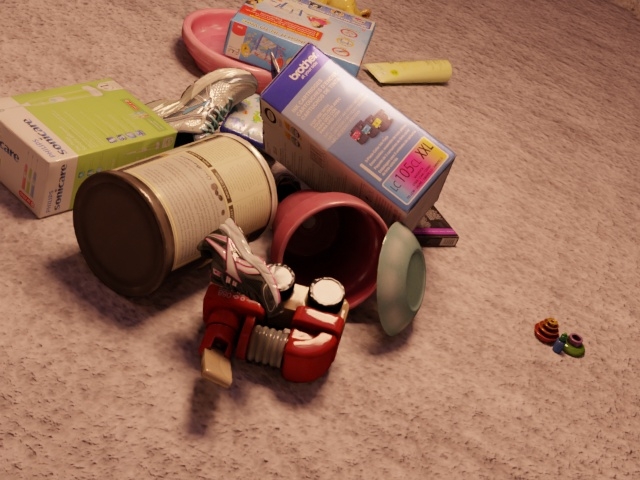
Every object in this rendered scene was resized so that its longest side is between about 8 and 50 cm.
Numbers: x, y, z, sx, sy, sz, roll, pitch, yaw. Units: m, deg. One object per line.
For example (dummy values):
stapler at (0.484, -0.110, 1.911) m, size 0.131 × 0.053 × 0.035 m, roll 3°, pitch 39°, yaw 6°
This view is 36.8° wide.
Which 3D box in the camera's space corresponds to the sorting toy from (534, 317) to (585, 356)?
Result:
sorting toy at (0.439, 0.172, 1.747) m, size 0.102 × 0.042 × 0.061 m, roll 23°, pitch 33°, yaw 5°

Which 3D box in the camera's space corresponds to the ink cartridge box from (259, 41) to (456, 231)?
ink cartridge box at (0.035, -0.180, 1.760) m, size 0.395 × 0.270 × 0.151 m, roll 38°, pitch 77°, yaw 9°

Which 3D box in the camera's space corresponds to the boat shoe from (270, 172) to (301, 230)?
boat shoe at (-0.061, -0.085, 1.838) m, size 0.066 × 0.066 × 0.183 m, roll 13°, pitch 33°, yaw -10°

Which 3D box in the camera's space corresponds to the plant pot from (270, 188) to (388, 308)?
plant pot at (0.000, 0.000, 1.649) m, size 0.201 × 0.201 × 0.180 m, roll 6°, pitch 18°, yaw -20°

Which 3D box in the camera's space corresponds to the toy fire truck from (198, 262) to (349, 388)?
toy fire truck at (-0.086, 0.151, 1.431) m, size 0.217 × 0.158 × 0.246 m, roll 16°, pitch 52°, yaw 4°

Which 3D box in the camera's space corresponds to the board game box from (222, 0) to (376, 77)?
board game box at (-0.041, -0.477, 2.257) m, size 0.308 × 0.086 × 0.302 m, roll 20°, pitch 33°, yaw 0°

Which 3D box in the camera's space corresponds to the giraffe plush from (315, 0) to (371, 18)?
giraffe plush at (0.051, -0.593, 2.587) m, size 0.181 × 0.210 × 0.170 m, roll 18°, pitch -2°, yaw 17°

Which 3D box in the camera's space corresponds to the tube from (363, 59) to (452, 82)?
tube at (0.236, -0.445, 2.542) m, size 0.240 × 0.062 × 0.070 m, roll -7°, pitch 1°, yaw -28°

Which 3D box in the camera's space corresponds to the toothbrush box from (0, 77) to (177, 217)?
toothbrush box at (-0.434, -0.173, 1.720) m, size 0.206 × 0.122 × 0.283 m, roll 38°, pitch 36°, yaw 25°

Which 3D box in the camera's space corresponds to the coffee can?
coffee can at (-0.231, -0.049, 1.568) m, size 0.201 × 0.201 × 0.275 m, roll 34°, pitch 35°, yaw 22°

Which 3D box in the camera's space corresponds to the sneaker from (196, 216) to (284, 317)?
sneaker at (-0.119, 0.052, 1.407) m, size 0.077 × 0.072 × 0.178 m, roll -31°, pitch 55°, yaw -11°

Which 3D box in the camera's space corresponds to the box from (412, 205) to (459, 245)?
box at (0.194, -0.046, 1.953) m, size 0.116 × 0.029 × 0.162 m, roll 0°, pitch 39°, yaw -29°

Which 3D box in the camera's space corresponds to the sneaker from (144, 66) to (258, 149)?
sneaker at (-0.235, -0.234, 1.892) m, size 0.283 × 0.110 × 0.122 m, roll -31°, pitch 64°, yaw -14°

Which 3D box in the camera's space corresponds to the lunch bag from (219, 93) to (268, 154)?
lunch bag at (-0.130, -0.234, 1.994) m, size 0.129 × 0.096 × 0.151 m, roll 21°, pitch 27°, yaw 1°

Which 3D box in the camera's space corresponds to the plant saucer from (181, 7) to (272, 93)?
plant saucer at (-0.173, -0.446, 2.299) m, size 0.332 × 0.084 × 0.332 m, roll 14°, pitch 34°, yaw -10°

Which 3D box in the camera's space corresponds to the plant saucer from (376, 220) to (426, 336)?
plant saucer at (0.143, 0.065, 1.609) m, size 0.037 × 0.195 × 0.195 m, roll 2°, pitch 26°, yaw 24°
